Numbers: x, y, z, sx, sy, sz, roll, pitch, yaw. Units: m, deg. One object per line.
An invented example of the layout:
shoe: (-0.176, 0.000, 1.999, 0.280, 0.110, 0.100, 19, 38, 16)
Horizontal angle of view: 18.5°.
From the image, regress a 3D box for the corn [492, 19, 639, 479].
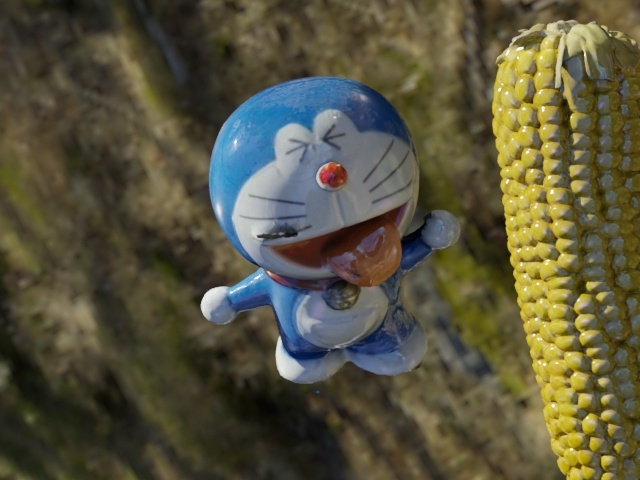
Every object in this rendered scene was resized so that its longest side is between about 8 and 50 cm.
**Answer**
corn: (0.146, 0.011, 1.051, 0.091, 0.091, 0.260, -3, 94, 54)

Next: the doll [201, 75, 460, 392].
doll: (0.000, 0.000, 1.524, 0.161, 0.215, 0.257, -98, -6, -58)
